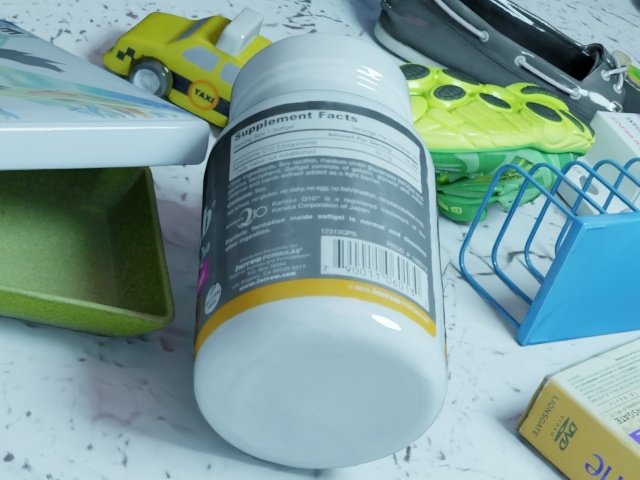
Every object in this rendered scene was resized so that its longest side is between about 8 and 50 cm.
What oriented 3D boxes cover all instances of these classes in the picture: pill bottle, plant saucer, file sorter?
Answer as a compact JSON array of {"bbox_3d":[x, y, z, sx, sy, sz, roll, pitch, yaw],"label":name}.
[{"bbox_3d":[0.000,0.000,1.171,0.162,0.162,0.278,16,45,-16],"label":"pill bottle"},{"bbox_3d":[-0.203,-0.003,1.191,0.188,0.045,0.188,13,32,-21],"label":"plant saucer"},{"bbox_3d":[0.214,0.002,1.422,0.170,0.118,0.104,-5,38,-41],"label":"file sorter"}]

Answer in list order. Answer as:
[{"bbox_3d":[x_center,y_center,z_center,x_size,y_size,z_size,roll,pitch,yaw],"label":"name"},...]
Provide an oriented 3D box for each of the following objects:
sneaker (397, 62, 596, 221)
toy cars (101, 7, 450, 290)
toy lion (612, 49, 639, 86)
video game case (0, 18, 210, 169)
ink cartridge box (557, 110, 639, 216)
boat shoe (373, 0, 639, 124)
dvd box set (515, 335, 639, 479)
[{"bbox_3d":[0.126,-0.069,1.444,0.109,0.123,0.296,42,23,31],"label":"sneaker"},{"bbox_3d":[-0.030,-0.083,1.399,0.176,0.087,0.393,-1,40,-37],"label":"toy cars"},{"bbox_3d":[0.346,-0.149,1.836,0.096,0.034,0.100,23,29,-17],"label":"toy lion"},{"bbox_3d":[-0.292,-0.108,1.203,0.329,0.036,0.300,-3,22,-39],"label":"video game case"},{"bbox_3d":[0.293,-0.055,1.589,0.143,0.090,0.092,0,39,-37],"label":"ink cartridge box"},{"bbox_3d":[0.217,-0.177,1.715,0.335,0.095,0.112,24,31,-3],"label":"boat shoe"},{"bbox_3d":[0.385,0.215,1.272,0.420,0.062,0.308,41,34,26],"label":"dvd box set"}]
